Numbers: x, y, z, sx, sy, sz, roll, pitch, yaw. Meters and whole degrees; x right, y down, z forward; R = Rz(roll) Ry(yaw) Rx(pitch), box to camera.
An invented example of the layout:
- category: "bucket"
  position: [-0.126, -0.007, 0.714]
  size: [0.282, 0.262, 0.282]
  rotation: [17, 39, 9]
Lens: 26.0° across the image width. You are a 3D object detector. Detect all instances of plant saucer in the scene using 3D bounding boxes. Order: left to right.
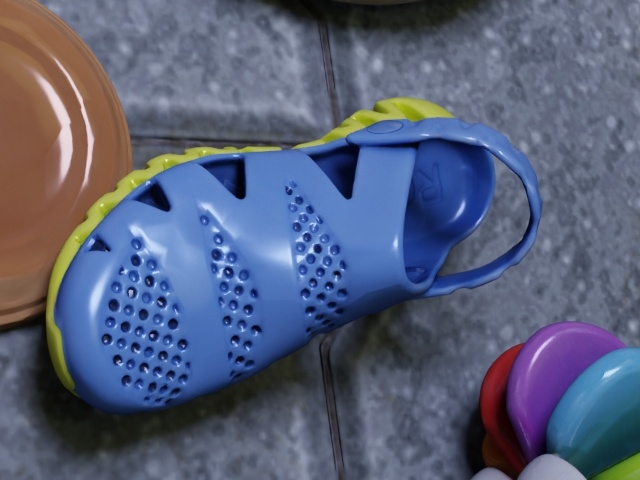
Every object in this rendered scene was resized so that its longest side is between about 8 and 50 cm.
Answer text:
- category: "plant saucer"
  position: [-0.187, -0.052, 0.722]
  size: [0.200, 0.037, 0.200]
  rotation: [10, 70, -29]

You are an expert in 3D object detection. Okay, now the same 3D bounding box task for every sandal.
- category: "sandal"
  position: [0.000, 0.000, 0.748]
  size: [0.317, 0.138, 0.126]
  rotation: [-28, 114, -32]

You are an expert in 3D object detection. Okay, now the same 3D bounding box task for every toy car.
- category: "toy car"
  position: [0.154, 0.113, 0.799]
  size: [0.159, 0.182, 0.136]
  rotation: [-23, 83, -20]

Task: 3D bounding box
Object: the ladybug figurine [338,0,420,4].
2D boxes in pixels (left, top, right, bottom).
- category: "ladybug figurine"
  position: [0.007, -0.312, 0.802]
  size: [0.449, 0.162, 0.305]
  rotation: [29, 81, -31]
